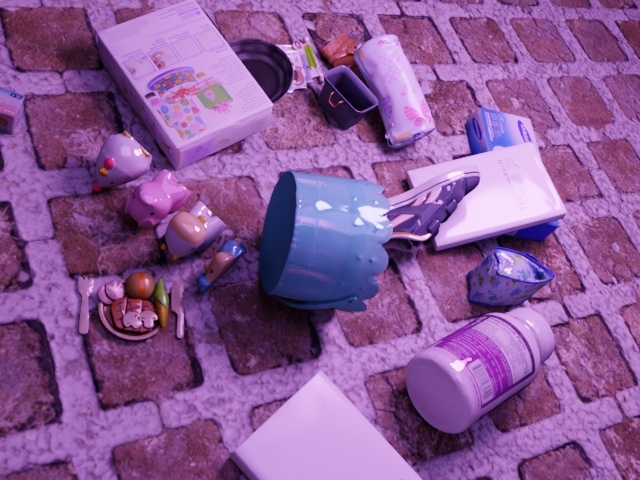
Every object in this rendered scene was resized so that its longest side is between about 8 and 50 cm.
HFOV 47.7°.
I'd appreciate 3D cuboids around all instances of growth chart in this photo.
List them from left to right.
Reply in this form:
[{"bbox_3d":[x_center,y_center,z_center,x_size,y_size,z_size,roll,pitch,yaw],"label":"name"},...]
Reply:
[{"bbox_3d":[-0.100,-0.428,1.780,0.237,0.021,0.172,-13,66,-30],"label":"growth chart"}]

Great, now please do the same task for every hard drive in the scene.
[{"bbox_3d":[0.042,0.431,1.269,0.353,0.047,0.233,46,52,8],"label":"hard drive"},{"bbox_3d":[0.387,-0.107,1.710,0.319,0.040,0.210,-14,64,-7],"label":"hard drive"}]

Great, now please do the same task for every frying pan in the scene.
[{"bbox_3d":[-0.217,-0.411,1.683,0.326,0.053,0.197,27,67,8],"label":"frying pan"}]

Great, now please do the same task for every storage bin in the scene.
[{"bbox_3d":[0.054,-0.334,1.745,0.098,0.091,0.135,-33,76,-37],"label":"storage bin"}]

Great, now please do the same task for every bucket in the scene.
[{"bbox_3d":[0.000,0.000,1.394,0.183,0.281,0.281,10,56,-17],"label":"bucket"}]

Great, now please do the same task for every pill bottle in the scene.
[{"bbox_3d":[0.327,0.245,1.446,0.302,0.169,0.169,-22,70,-35],"label":"pill bottle"}]

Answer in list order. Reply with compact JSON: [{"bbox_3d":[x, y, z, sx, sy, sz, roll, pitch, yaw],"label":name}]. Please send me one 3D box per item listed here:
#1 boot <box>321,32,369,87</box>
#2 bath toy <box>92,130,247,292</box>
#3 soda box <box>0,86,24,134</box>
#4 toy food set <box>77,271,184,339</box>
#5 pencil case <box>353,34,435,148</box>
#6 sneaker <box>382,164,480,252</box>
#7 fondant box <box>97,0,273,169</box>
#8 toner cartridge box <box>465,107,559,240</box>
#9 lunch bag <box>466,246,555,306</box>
[{"bbox_3d":[0.108,-0.481,1.876,0.152,0.073,0.197,46,52,7],"label":"boot"},{"bbox_3d":[-0.304,-0.060,1.384,0.348,0.151,0.129,43,87,7],"label":"bath toy"},{"bbox_3d":[-0.669,-0.272,1.387,0.183,0.058,0.063,20,53,-13],"label":"soda box"},{"bbox_3d":[-0.335,0.115,1.302,0.192,0.038,0.132,5,58,-22],"label":"toy food set"},{"bbox_3d":[0.179,-0.361,1.767,0.124,0.113,0.273,-21,87,1],"label":"pencil case"},{"bbox_3d":[0.224,-0.052,1.594,0.321,0.126,0.127,-24,75,-8],"label":"sneaker"},{"bbox_3d":[-0.293,-0.343,1.562,0.238,0.096,0.330,-29,73,-24],"label":"fondant box"},{"bbox_3d":[0.484,-0.173,1.850,0.165,0.075,0.347,8,56,-21],"label":"toner cartridge box"},{"bbox_3d":[0.424,0.089,1.618,0.151,0.129,0.096,16,54,-14],"label":"lunch bag"}]
